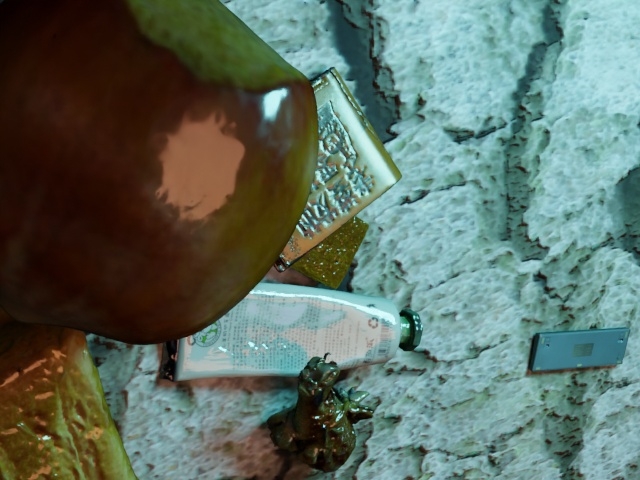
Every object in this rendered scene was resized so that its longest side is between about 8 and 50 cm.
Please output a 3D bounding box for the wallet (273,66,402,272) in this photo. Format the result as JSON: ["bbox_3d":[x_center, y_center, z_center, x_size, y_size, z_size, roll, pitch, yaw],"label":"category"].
[{"bbox_3d":[-0.013,-0.080,1.857,0.195,0.042,0.161,-37,104,-20],"label":"wallet"}]

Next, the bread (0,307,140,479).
[{"bbox_3d":[-0.300,0.222,1.695,0.195,0.149,0.344,-27,122,-22],"label":"bread"}]

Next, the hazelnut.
[{"bbox_3d":[-0.184,-0.087,1.577,0.365,0.366,0.366,-12,110,-34],"label":"hazelnut"}]

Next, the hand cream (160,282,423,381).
[{"bbox_3d":[-0.032,0.105,1.922,0.336,0.076,0.121,2,98,-30],"label":"hand cream"}]

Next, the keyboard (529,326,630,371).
[{"bbox_3d":[0.357,0.149,2.247,0.176,0.014,0.055,-1,105,-36],"label":"keyboard"}]

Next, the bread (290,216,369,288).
[{"bbox_3d":[0.000,0.000,1.923,0.094,0.035,0.090,29,85,-39],"label":"bread"}]

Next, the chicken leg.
[{"bbox_3d":[-0.006,0.204,1.933,0.125,0.080,0.196,-42,148,-1],"label":"chicken leg"}]
